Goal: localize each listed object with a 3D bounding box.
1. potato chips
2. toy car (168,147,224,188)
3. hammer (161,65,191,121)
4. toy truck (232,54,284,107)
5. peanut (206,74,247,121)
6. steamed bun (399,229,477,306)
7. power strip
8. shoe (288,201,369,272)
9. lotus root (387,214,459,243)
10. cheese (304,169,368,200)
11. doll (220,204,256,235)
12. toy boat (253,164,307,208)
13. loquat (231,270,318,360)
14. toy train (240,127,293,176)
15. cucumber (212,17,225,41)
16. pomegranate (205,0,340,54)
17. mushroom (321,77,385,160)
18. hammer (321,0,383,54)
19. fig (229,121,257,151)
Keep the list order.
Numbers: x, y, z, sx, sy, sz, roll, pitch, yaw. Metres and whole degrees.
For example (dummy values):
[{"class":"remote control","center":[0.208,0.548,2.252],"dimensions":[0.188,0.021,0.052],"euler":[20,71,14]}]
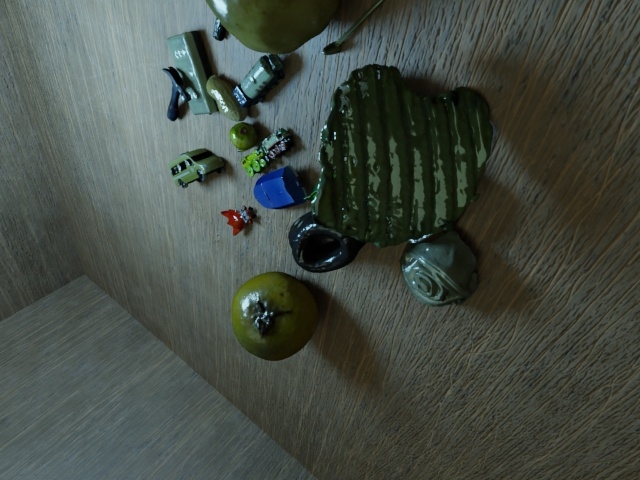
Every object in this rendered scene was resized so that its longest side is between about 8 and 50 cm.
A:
[{"class":"potato chips","center":[0.168,-0.164,0.929],"dimensions":[0.373,0.097,0.390],"euler":[13,103,-13]},{"class":"toy car","center":[-0.471,-0.280,1.621],"dimensions":[0.256,0.101,0.124],"euler":[-9,109,47]},{"class":"hammer","center":[-0.505,-0.489,1.486],"dimensions":[0.137,0.037,0.290],"euler":[64,156,-3]},{"class":"toy truck","center":[-0.173,-0.451,1.225],"dimensions":[0.201,0.088,0.074],"euler":[-25,102,50]},{"class":"peanut","center":[-0.298,-0.443,1.357],"dimensions":[0.174,0.080,0.080],"euler":[52,140,4]},{"class":"steamed bun","center":[0.305,0.095,1.147],"dimensions":[0.218,0.144,0.211],"euler":[-18,107,49]},{"class":"power strip","center":[-0.403,-0.530,1.394],"dimensions":[0.105,0.070,0.257],"euler":[10,127,40]},{"class":"shoe","center":[0.000,0.000,1.286],"dimensions":[0.384,0.237,0.171],"euler":[-19,105,48]},{"class":"lotus root","center":[0.251,-0.078,1.088],"dimensions":[0.260,0.074,0.170],"euler":[-26,79,47]},{"class":"cheese","center":[0.111,-0.143,1.076],"dimensions":[0.320,0.204,0.083],"euler":[-13,87,24]},{"class":"doll","center":[-0.312,-0.083,1.654],"dimensions":[0.169,0.057,0.109],"euler":[-16,106,49]},{"class":"toy boat","center":[-0.151,-0.165,1.432],"dimensions":[0.295,0.088,0.129],"euler":[-5,116,57]},{"class":"loquat","center":[-0.170,0.278,1.624],"dimensions":[0.328,0.328,0.359],"euler":[44,-177,9]},{"class":"toy train","center":[-0.171,-0.280,1.380],"dimensions":[0.249,0.053,0.085],"euler":[-24,96,49]},{"class":"cucumber","center":[-0.271,-0.640,1.216],"dimensions":[0.038,0.043,0.163],"euler":[17,146,-19]},{"class":"pomegranate","center":[-0.113,-0.572,0.911],"dimensions":[0.332,0.332,0.333],"euler":[24,133,28]},{"class":"mushroom","center":[0.093,-0.269,1.017],"dimensions":[0.207,0.215,0.207],"euler":[27,133,33]},{"class":"hammer","center":[0.076,-0.495,0.991],"dimensions":[0.195,0.060,0.028],"euler":[-30,97,46]},{"class":"fig","center":[-0.250,-0.338,1.411],"dimensions":[0.093,0.093,0.166],"euler":[61,177,-12]}]
